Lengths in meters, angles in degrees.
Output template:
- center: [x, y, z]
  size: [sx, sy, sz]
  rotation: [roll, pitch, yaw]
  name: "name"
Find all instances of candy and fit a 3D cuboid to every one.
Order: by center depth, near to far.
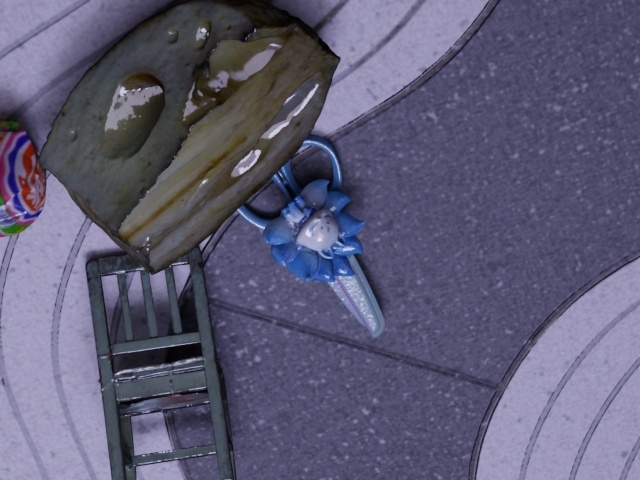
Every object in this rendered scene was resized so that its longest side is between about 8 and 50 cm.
- center: [-0.463, -0.051, 1.465]
  size: [0.365, 0.124, 0.124]
  rotation: [-4, 119, 6]
  name: "candy"

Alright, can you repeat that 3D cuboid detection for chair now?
- center: [-0.177, 0.158, 1.592]
  size: [0.136, 0.147, 0.270]
  rotation: [-9, 75, -3]
  name: "chair"

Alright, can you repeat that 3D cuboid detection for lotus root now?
- center: [-0.137, -0.124, 1.435]
  size: [0.314, 0.142, 0.210]
  rotation: [-44, 152, 11]
  name: "lotus root"

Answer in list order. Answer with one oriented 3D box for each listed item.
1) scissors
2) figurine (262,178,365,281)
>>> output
- center: [0.005, 0.006, 1.569]
  size: [0.125, 0.030, 0.256]
  rotation: [-27, 114, 9]
  name: "scissors"
- center: [0.000, 0.000, 1.503]
  size: [0.114, 0.114, 0.079]
  rotation: [21, 153, -16]
  name: "figurine"
